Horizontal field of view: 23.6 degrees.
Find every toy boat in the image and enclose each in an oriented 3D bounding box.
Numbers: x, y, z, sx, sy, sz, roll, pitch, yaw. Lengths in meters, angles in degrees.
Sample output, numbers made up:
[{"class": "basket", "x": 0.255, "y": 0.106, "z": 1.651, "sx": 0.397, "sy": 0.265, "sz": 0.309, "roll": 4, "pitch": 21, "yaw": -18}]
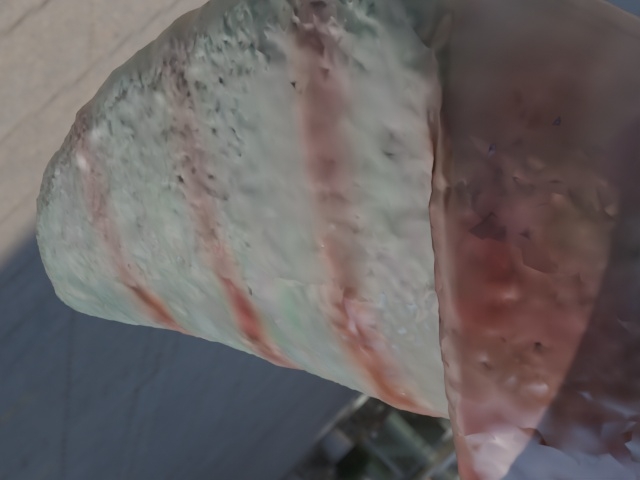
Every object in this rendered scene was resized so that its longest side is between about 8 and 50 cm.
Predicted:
[{"class": "toy boat", "x": 0.000, "y": 0.000, "z": 0.444, "sx": 0.282, "sy": 0.206, "sz": 0.096, "roll": 12, "pitch": -133, "yaw": 42}]
